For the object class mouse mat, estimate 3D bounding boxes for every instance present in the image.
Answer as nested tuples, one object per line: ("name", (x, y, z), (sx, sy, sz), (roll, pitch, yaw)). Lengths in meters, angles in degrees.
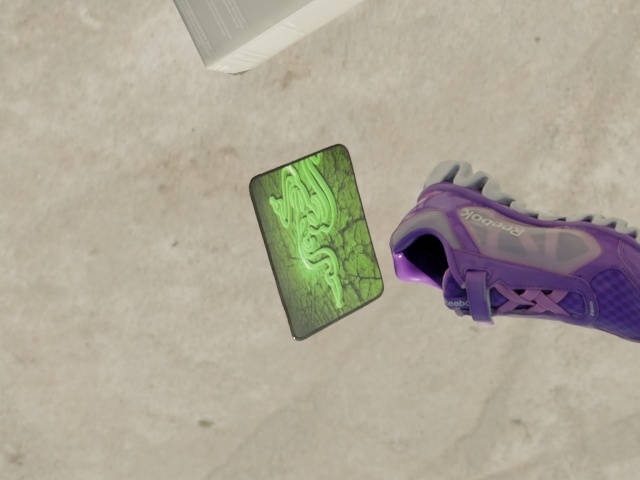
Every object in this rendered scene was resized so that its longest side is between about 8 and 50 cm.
("mouse mat", (0.000, 0.000, 1.097), (0.007, 0.153, 0.189), (-3, 108, 49))

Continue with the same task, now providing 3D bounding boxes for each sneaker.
("sneaker", (0.144, 0.025, 0.717), (0.236, 0.104, 0.095), (26, 140, 37))

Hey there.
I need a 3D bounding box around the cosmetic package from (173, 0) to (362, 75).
("cosmetic package", (-0.039, -0.292, 1.084), (0.238, 0.107, 0.127), (-25, 86, 17))
